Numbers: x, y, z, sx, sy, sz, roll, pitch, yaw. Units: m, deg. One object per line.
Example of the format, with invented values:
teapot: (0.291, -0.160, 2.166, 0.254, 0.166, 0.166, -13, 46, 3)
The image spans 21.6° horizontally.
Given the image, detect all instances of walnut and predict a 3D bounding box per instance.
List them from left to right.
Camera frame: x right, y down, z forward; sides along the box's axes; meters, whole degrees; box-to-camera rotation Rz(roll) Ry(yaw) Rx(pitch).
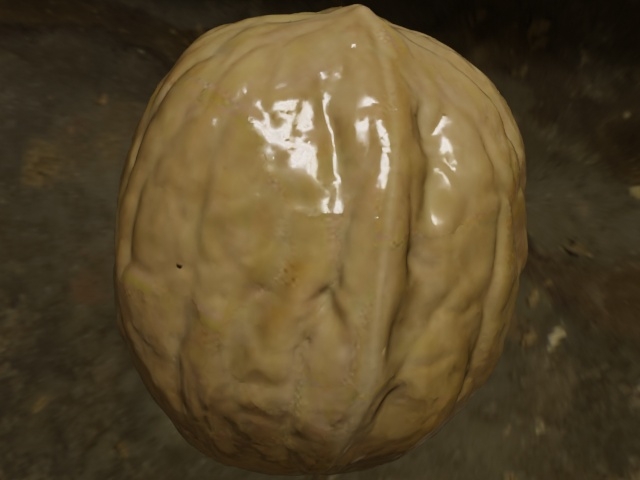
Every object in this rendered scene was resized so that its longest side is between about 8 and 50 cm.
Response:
walnut: (0.000, 0.000, 0.894, 0.225, 0.225, 0.261, 13, 111, 6)
